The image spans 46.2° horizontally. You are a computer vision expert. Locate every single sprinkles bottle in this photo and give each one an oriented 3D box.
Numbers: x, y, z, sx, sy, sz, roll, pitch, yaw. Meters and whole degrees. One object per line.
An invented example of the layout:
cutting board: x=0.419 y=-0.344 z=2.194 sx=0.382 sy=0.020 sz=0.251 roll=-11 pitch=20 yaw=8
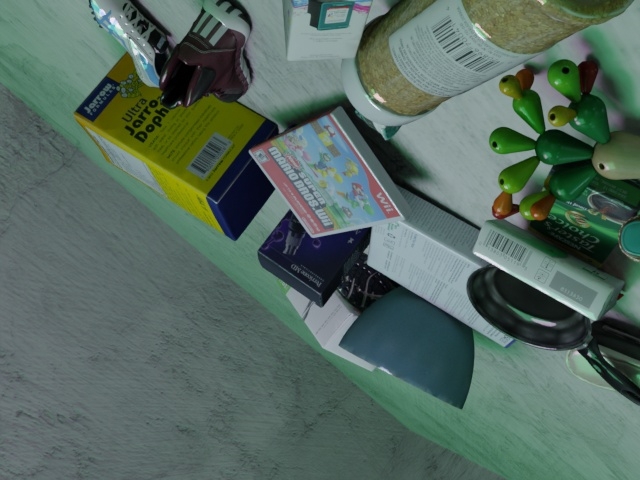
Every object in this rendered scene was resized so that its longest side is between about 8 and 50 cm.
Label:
sprinkles bottle: x=0.135 y=-0.202 z=0.704 sx=0.121 sy=0.121 sz=0.355 roll=39 pitch=165 yaw=-13

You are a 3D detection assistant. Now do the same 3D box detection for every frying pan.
frying pan: x=0.374 y=0.123 z=1.126 sx=0.326 sy=0.053 sz=0.197 roll=25 pitch=150 yaw=17

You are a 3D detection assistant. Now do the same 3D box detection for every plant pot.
plant pot: x=0.210 y=0.203 z=1.591 sx=0.290 sy=0.195 sz=0.290 roll=27 pitch=175 yaw=3

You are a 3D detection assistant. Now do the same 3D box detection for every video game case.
video game case: x=0.007 y=-0.102 z=1.254 sx=0.204 sy=0.025 sz=0.285 roll=54 pitch=151 yaw=-15

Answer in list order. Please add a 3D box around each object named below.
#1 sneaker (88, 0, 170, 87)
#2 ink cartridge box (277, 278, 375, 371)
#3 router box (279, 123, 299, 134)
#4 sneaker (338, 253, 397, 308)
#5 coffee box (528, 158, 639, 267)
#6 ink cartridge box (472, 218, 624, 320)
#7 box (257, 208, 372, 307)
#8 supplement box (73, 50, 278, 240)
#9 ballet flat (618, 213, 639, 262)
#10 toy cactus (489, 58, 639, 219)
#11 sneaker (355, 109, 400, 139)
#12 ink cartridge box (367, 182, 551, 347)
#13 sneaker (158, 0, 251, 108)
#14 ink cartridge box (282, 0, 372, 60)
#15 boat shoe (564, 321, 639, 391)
sneaker: x=-0.321 y=-0.369 z=1.318 sx=0.086 sy=0.085 sz=0.237 roll=-4 pitch=142 yaw=27
ink cartridge box: x=0.042 y=0.170 z=1.829 sx=0.198 sy=0.115 sz=0.273 roll=31 pitch=-167 yaw=-40
router box: x=0.013 y=-0.118 z=1.322 sx=0.133 sy=0.046 sz=0.179 roll=17 pitch=144 yaw=53
sneaker: x=0.130 y=0.131 z=1.773 sx=0.283 sy=0.110 sz=0.122 roll=37 pitch=169 yaw=-4
coffee box: x=0.329 y=-0.036 z=0.936 sx=0.113 sy=0.040 sz=0.184 roll=31 pitch=165 yaw=16
ink cartridge box: x=0.329 y=0.029 z=1.033 sx=0.181 sy=0.056 sz=0.224 roll=31 pitch=-160 yaw=25
box: x=0.000 y=0.000 z=1.455 sx=0.153 sy=0.207 sz=0.108 roll=33 pitch=165 yaw=12
supplement box: x=-0.269 y=-0.193 z=1.492 sx=0.356 sy=0.195 sz=0.194 roll=31 pitch=164 yaw=15
ballet flat: x=0.430 y=0.003 z=0.799 sx=0.206 sy=0.073 sz=0.067 roll=14 pitch=-169 yaw=36
toy cactus: x=0.268 y=-0.097 z=0.787 sx=0.180 sy=0.112 sz=0.219 roll=8 pitch=131 yaw=10
sneaker: x=0.063 y=-0.199 z=0.998 sx=0.076 sy=0.065 sz=0.166 roll=33 pitch=164 yaw=25
ink cartridge box: x=0.243 y=0.055 z=1.362 sx=0.330 sy=0.071 sz=0.324 roll=30 pitch=164 yaw=10
sneaker: x=-0.195 y=-0.257 z=1.186 sx=0.106 sy=0.162 sz=0.281 roll=35 pitch=165 yaw=5
ink cartridge box: x=0.008 y=-0.280 z=0.695 sx=0.078 sy=0.134 sz=0.231 roll=-3 pitch=166 yaw=-7
boat shoe: x=0.551 y=0.213 z=1.154 sx=0.335 sy=0.095 sz=0.112 roll=23 pitch=135 yaw=30
